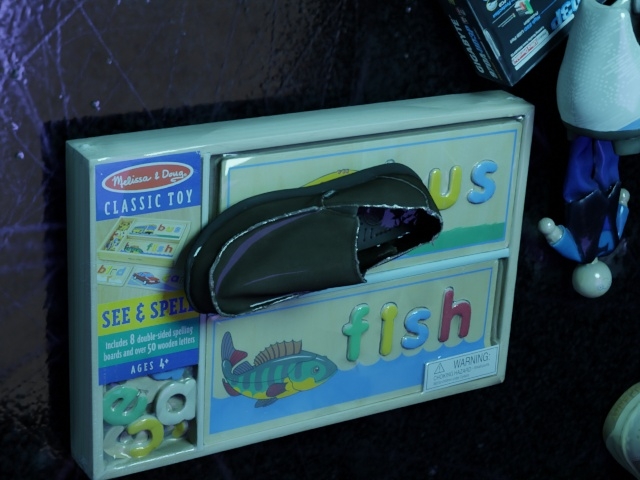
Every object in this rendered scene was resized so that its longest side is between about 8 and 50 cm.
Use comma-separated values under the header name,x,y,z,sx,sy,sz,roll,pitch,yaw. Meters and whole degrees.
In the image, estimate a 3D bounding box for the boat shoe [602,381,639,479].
name,x,y,z,sx,sy,sz,roll,pitch,yaw
boat shoe,0.430,0.273,1.479,0.341,0.110,0.121,36,89,-38

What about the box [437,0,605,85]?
name,x,y,z,sx,sy,sz,roll,pitch,yaw
box,0.186,-0.263,1.123,0.220,0.051,0.175,-43,127,-10

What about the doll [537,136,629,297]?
name,x,y,z,sx,sy,sz,roll,pitch,yaw
doll,0.249,-0.033,1.267,0.129,0.046,0.189,-25,123,-36

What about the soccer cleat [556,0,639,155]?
name,x,y,z,sx,sy,sz,roll,pitch,yaw
soccer cleat,0.332,-0.178,1.186,0.331,0.116,0.143,-22,123,-39

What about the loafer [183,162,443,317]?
name,x,y,z,sx,sy,sz,roll,pitch,yaw
loafer,0.000,0.000,1.035,0.220,0.078,0.080,-25,121,-22

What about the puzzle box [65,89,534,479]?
name,x,y,z,sx,sy,sz,roll,pitch,yaw
puzzle box,-0.008,0.027,1.126,0.409,0.052,0.272,-10,115,-29
